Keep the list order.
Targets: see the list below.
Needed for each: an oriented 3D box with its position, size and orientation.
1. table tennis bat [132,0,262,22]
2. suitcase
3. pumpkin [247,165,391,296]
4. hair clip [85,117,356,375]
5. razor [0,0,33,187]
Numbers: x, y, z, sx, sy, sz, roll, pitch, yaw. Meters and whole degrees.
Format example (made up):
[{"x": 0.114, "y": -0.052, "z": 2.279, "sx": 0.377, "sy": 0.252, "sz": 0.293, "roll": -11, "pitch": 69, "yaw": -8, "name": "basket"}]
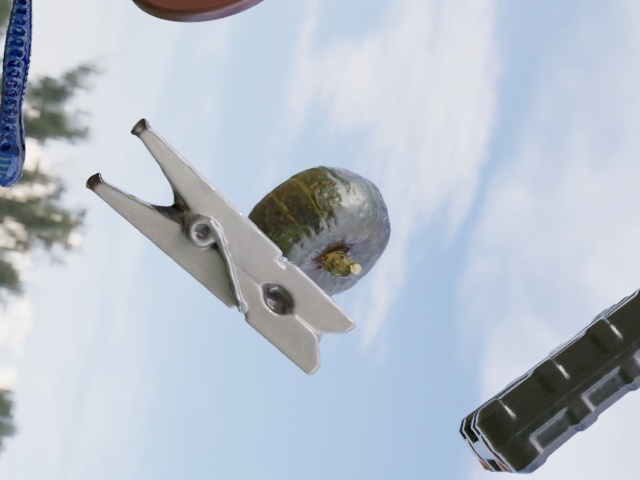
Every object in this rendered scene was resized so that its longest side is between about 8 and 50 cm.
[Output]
[{"x": -0.103, "y": -0.372, "z": 1.929, "sx": 0.200, "sy": 0.310, "sz": 0.038, "roll": 51, "pitch": -20, "yaw": 36, "name": "table tennis bat"}, {"x": 0.222, "y": 0.127, "z": 1.352, "sx": 0.206, "sy": 0.066, "sz": 0.285, "roll": -38, "pitch": 172, "yaw": -4, "name": "suitcase"}, {"x": 0.002, "y": 0.002, "z": 2.499, "sx": 0.189, "sy": 0.260, "sz": 0.260, "roll": 50, "pitch": -49, "yaw": 29, "name": "pumpkin"}, {"x": -0.107, "y": 0.012, "z": 1.683, "sx": 0.101, "sy": 0.331, "sz": 0.085, "roll": -48, "pitch": -178, "yaw": -5, "name": "hair clip"}, {"x": -0.335, "y": -0.203, "z": 1.683, "sx": 0.056, "sy": 0.093, "sz": 0.324, "roll": -91, "pitch": -169, "yaw": -54, "name": "razor"}]
